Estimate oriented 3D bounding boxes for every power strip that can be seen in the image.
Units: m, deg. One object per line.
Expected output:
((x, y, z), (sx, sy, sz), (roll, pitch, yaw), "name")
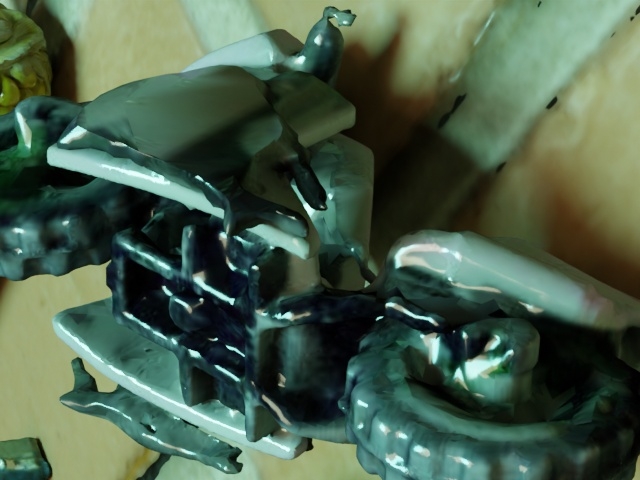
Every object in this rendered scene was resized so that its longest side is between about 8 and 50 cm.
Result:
((-0.216, 0.162, 1.051), (0.123, 0.056, 0.032), (-49, 57, 45), "power strip")

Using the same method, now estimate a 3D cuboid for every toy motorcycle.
((0.000, 0.000, 0.652), (0.327, 0.188, 0.143), (23, 126, 34), "toy motorcycle")

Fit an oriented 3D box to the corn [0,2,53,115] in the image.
((-0.236, -0.023, 1.008), (0.106, 0.106, 0.293), (58, 138, 30), "corn")
